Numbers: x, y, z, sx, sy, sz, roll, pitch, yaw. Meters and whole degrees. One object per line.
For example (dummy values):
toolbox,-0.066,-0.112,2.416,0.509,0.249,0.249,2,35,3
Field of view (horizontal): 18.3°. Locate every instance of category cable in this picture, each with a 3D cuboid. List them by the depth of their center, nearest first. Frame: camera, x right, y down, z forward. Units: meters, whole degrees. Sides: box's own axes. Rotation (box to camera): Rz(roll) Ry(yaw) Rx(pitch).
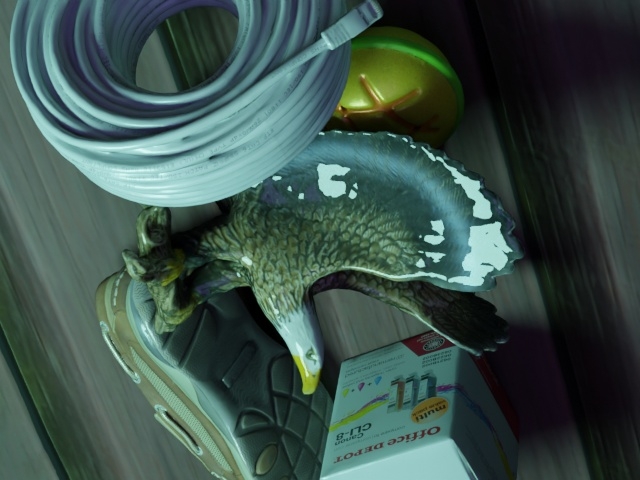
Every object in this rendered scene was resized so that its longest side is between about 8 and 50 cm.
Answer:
cable,-0.103,-0.152,1.513,0.257,0.257,0.089,-45,153,-7

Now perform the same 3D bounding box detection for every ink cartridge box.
ink cartridge box,0.089,0.183,1.728,0.128,0.176,0.127,-20,118,19

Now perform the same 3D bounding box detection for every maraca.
maraca,0.048,-0.102,1.605,0.127,0.099,0.186,16,146,1

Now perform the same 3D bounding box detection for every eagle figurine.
eagle figurine,0.002,0.011,1.600,0.298,0.226,0.225,-12,112,0

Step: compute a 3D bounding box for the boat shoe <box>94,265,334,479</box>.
boat shoe,-0.085,0.139,1.774,0.116,0.123,0.324,-4,126,47
